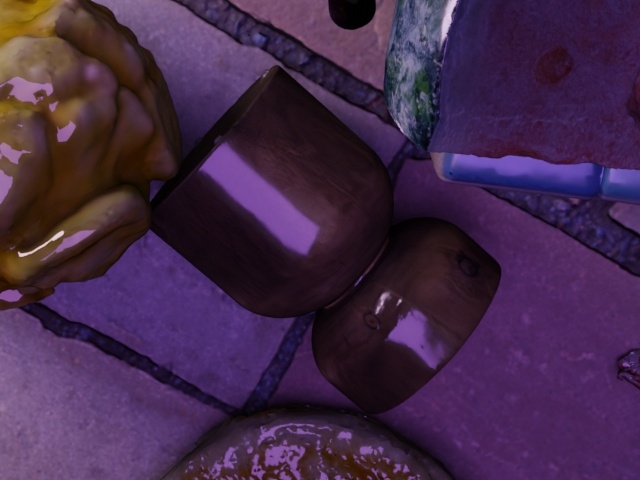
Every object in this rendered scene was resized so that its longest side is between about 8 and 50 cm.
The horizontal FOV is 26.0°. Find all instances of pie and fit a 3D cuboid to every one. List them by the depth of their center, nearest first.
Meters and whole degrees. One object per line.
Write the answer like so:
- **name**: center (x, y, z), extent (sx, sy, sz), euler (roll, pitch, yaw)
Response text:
- **pie**: center (-0.008, 0.302, 1.311), extent (0.371, 0.078, 0.296), euler (18, 102, 2)

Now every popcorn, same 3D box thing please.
- **popcorn**: center (-0.287, -0.069, 1.092), extent (0.334, 0.292, 0.293), euler (-37, 84, 20)

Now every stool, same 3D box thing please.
- **stool**: center (0.000, 0.000, 1.193), extent (0.264, 0.179, 0.179), euler (41, 101, -10)

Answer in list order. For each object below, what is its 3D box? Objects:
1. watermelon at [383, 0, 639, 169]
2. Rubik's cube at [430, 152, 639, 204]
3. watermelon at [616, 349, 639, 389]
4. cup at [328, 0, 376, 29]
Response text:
- **watermelon**: center (0.164, -0.163, 0.840), extent (0.318, 0.148, 0.226), euler (-41, 120, -3)
- **Rubik's cube**: center (0.263, -0.219, 1.049), extent (0.344, 0.347, 0.346), euler (7, 105, -1)
- **watermelon**: center (0.375, 0.143, 1.306), extent (0.158, 0.121, 0.098), euler (30, 88, 37)
- **cup**: center (0.007, -0.309, 1.109), extent (0.166, 0.177, 0.239), euler (23, 104, -7)
